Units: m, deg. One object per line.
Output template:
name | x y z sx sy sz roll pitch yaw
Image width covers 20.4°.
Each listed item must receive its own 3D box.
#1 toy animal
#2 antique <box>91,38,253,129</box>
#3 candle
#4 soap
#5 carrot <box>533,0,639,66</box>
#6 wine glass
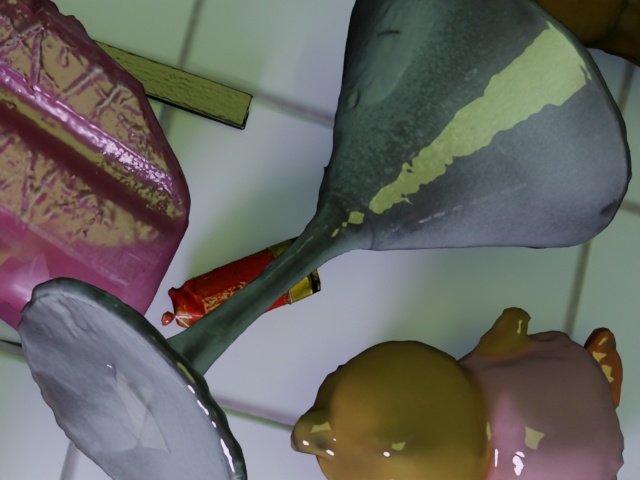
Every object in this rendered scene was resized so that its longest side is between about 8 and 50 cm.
toy animal | 0.111 0.150 1.390 0.281 0.169 0.195 1 95 -13
antique | -0.147 -0.134 1.436 0.192 0.015 0.031 19 84 -10
candle | -0.067 0.042 1.421 0.131 0.052 0.052 -22 90 -11
soap | -0.240 -0.072 1.347 0.325 0.127 0.220 37 86 -8
carrot | 0.362 -0.229 1.442 0.341 0.241 0.241 10 83 -11
wine glass | 0.000 0.000 1.264 0.406 0.267 0.267 -39 94 -33
